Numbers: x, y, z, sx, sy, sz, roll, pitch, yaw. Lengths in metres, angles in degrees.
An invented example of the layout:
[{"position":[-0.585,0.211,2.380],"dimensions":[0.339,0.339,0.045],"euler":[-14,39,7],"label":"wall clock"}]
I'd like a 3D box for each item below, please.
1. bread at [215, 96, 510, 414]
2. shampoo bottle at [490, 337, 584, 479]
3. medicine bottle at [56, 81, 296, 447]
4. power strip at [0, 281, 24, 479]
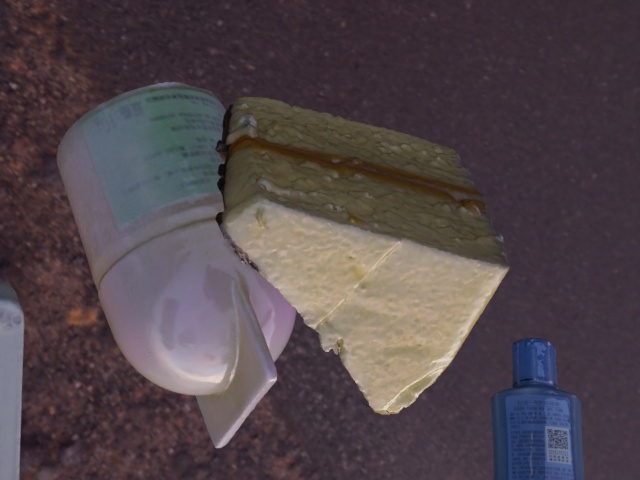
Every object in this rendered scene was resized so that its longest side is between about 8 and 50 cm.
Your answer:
[{"position":[0.000,0.000,0.942],"dimensions":[0.236,0.263,0.198],"euler":[21,114,-14],"label":"bread"},{"position":[0.241,0.230,1.165],"dimensions":[0.104,0.258,0.061],"euler":[2,146,5],"label":"shampoo bottle"},{"position":[-0.161,0.034,1.302],"dimensions":[0.235,0.406,0.236],"euler":[-20,157,-9],"label":"medicine bottle"},{"position":[-0.329,0.225,0.984],"dimensions":[0.091,0.062,0.385],"euler":[-1,109,-21],"label":"power strip"}]
